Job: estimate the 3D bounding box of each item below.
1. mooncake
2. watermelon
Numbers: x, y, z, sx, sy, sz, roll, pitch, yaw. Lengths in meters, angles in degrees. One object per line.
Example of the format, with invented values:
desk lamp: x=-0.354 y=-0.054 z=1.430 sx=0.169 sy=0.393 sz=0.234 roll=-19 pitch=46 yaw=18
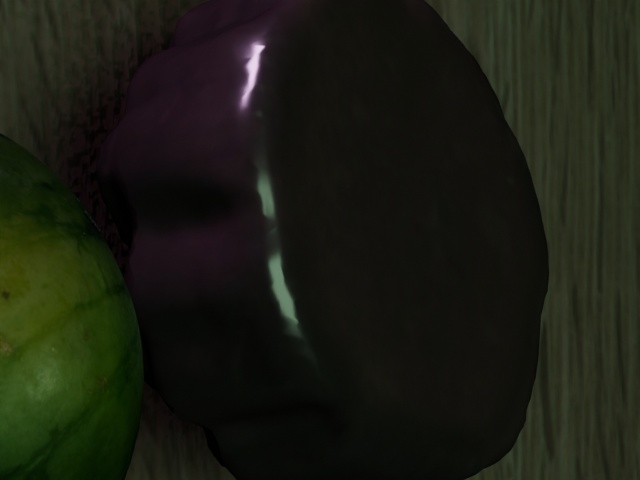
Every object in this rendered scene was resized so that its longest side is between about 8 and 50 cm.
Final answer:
mooncake: x=0.000 y=0.000 z=0.887 sx=0.283 sy=0.141 sz=0.283 roll=29 pitch=53 yaw=-49
watermelon: x=-0.197 y=0.061 z=0.737 sx=0.242 sy=0.242 sz=0.242 roll=0 pitch=91 yaw=-34
